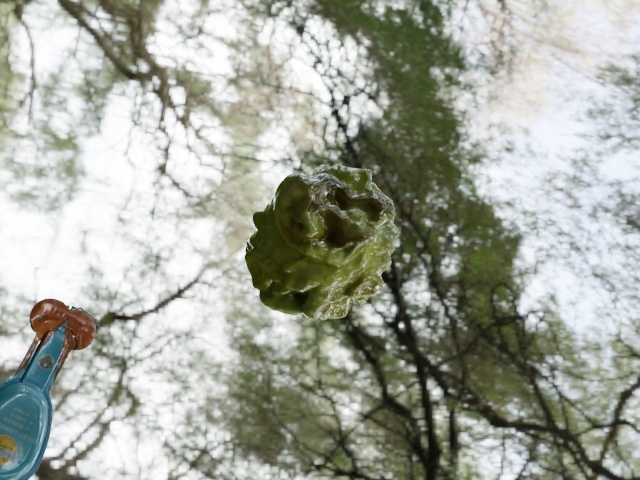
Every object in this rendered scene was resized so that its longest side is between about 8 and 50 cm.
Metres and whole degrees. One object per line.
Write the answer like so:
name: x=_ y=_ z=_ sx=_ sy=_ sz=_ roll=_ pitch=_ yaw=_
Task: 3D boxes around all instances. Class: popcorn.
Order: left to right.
popcorn: x=0.005 y=0.013 z=1.931 sx=0.312 sy=0.312 sz=0.312 roll=-18 pitch=-111 yaw=56

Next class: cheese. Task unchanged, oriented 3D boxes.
cheese: x=-0.354 y=0.188 z=1.164 sx=0.037 sy=0.106 sz=0.256 roll=-14 pitch=-132 yaw=57
